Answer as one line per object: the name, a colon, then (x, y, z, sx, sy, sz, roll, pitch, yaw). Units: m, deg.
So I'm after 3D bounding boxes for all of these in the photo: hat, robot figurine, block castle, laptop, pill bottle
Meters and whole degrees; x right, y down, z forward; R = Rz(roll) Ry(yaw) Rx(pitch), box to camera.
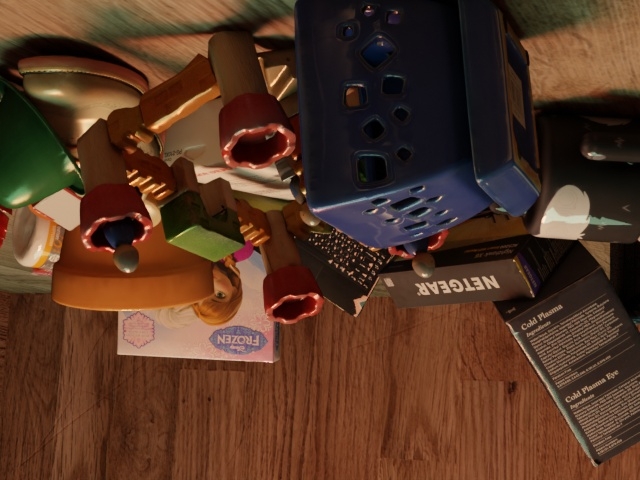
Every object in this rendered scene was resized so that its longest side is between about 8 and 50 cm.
hat: (-0.413, -0.069, 1.569, 0.183, 0.208, 0.173, -39, -168, -17)
robot figurine: (0.370, -0.086, 1.690, 0.278, 0.174, 0.209, 4, -159, -2)
block castle: (-0.059, -0.044, 1.572, 0.303, 0.213, 0.453, -29, 149, 23)
laptop: (0.000, 0.000, 2.160, 0.234, 0.264, 0.136, 34, -149, 9)
pill bottle: (-0.468, -0.010, 2.523, 0.278, 0.162, 0.162, 9, 170, -33)

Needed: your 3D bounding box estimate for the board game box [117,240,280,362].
board game box: (-0.234, 0.071, 2.427, 0.318, 0.318, 0.066, 1, -178, 11)

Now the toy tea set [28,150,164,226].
toy tea set: (-0.348, -0.124, 2.039, 0.336, 0.124, 0.200, 6, 142, 6)

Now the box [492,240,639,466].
box: (0.421, 0.149, 2.118, 0.179, 0.312, 0.343, -32, -160, 5)

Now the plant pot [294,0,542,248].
plant pot: (0.113, -0.132, 1.329, 0.212, 0.236, 0.236, -7, 168, 19)

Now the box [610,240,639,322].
box: (0.676, 0.033, 2.177, 0.293, 0.212, 0.395, 2, 172, 6)

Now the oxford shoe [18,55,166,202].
oxford shoe: (-0.293, -0.136, 1.672, 0.140, 0.147, 0.397, 0, 167, 13)

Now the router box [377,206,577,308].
router box: (0.281, 0.003, 2.089, 0.308, 0.081, 0.243, -9, -150, 48)

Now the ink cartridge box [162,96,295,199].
ink cartridge box: (-0.084, -0.130, 1.800, 0.237, 0.100, 0.172, 10, 169, -40)

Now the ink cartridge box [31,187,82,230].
ink cartridge box: (-0.384, -0.094, 1.769, 0.056, 0.135, 0.099, -35, 153, 8)

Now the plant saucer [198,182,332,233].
plant saucer: (-0.091, -0.065, 2.014, 0.240, 0.037, 0.241, 17, -173, -2)

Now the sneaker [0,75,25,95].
sneaker: (-0.432, -0.192, 1.663, 0.212, 0.080, 0.094, 11, 153, -42)

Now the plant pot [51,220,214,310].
plant pot: (-0.338, -0.002, 2.228, 0.290, 0.204, 0.291, -1, -171, 0)

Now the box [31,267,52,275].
box: (-0.554, 0.009, 2.787, 0.122, 0.128, 0.257, 8, 169, -26)
